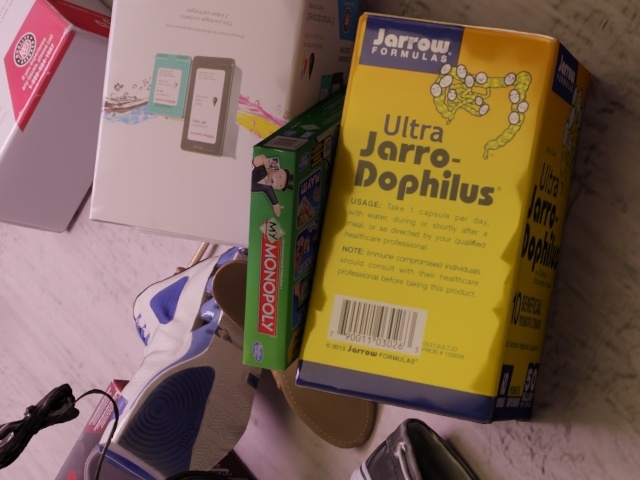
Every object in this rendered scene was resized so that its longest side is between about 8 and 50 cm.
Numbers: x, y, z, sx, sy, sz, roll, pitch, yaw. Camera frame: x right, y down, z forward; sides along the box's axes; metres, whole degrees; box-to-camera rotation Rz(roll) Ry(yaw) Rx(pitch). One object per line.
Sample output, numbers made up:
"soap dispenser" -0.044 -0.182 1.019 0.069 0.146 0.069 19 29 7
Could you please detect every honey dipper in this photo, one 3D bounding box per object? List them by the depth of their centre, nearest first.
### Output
"honey dipper" -0.134 0.003 2.053 0.030 0.030 0.160 43 106 39

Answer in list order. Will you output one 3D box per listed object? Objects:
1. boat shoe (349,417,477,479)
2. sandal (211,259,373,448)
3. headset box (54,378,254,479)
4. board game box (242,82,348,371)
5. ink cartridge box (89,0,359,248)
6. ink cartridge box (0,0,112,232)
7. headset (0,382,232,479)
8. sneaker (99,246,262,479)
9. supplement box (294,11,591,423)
"boat shoe" 0.139 0.297 1.673 0.335 0.121 0.119 46 117 40
"sandal" -0.025 0.114 1.880 0.088 0.079 0.240 -40 94 4
"headset box" -0.193 0.314 1.986 0.293 0.110 0.218 47 114 38
"board game box" 0.007 -0.028 1.702 0.046 0.317 0.213 9 111 18
"ink cartridge box" -0.092 -0.140 1.740 0.197 0.198 0.270 9 97 15
"ink cartridge box" -0.418 -0.234 2.269 0.385 0.160 0.279 45 112 38
"headset" -0.180 0.326 1.749 0.243 0.185 0.394 -26 96 39
"sneaker" -0.148 0.133 1.943 0.182 0.127 0.315 -12 41 54
"supplement box" 0.122 -0.017 1.665 0.195 0.194 0.356 9 89 19
